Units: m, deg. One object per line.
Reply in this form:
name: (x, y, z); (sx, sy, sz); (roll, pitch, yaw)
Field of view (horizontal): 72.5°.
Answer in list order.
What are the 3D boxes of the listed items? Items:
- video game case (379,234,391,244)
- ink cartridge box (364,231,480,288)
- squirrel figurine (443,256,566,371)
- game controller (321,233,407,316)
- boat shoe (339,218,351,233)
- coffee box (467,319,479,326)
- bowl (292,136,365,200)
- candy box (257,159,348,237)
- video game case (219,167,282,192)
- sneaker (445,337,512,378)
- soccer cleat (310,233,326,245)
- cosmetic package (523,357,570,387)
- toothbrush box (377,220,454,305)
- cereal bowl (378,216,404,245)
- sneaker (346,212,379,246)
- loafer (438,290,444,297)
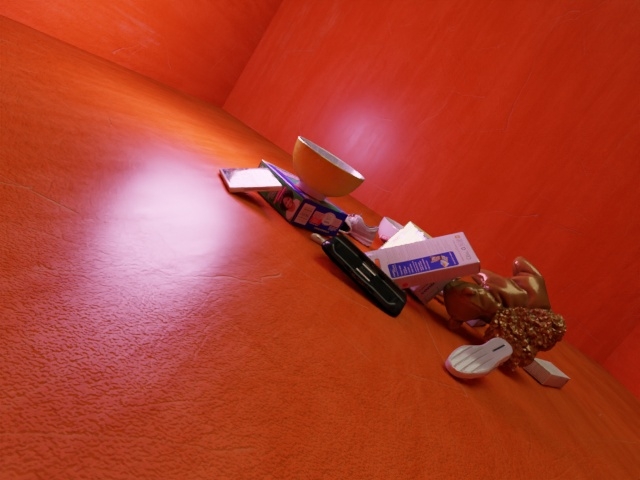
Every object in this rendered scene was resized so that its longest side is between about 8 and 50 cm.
video game case: (0.430, 0.070, 2.065); (0.285, 0.025, 0.204); (21, -20, 47)
ink cartridge box: (0.355, 0.077, 1.556); (0.175, 0.371, 0.069); (-97, 176, -52)
squirrel figurine: (0.646, 0.256, 1.574); (0.371, 0.281, 0.397); (6, 33, -25)
game controller: (0.138, 0.104, 1.362); (0.319, 0.067, 0.166); (44, 30, 9)
boat shoe: (0.036, -0.115, 1.933); (0.258, 0.095, 0.084); (28, 9, -21)
coffee box: (0.685, 0.307, 1.958); (0.141, 0.098, 0.247); (42, 15, 32)
bowl: (0.004, -0.239, 1.609); (0.290, 0.156, 0.289); (30, 15, -9)
candy box: (-0.087, -0.163, 1.730); (0.268, 0.122, 0.317); (17, 19, -49)
video game case: (-0.252, -0.217, 1.557); (0.184, 0.023, 0.201); (-4, 29, -21)
sneaker: (0.432, 0.342, 1.202); (0.258, 0.091, 0.094); (-2, 38, -35)
soccer cleat: (0.000, 0.000, 1.545); (0.083, 0.029, 0.035); (31, 7, -34)
cosmetic package: (0.905, 0.530, 1.747); (0.239, 0.060, 0.099); (23, 18, -42)
toothbrush box: (0.384, 0.084, 1.737); (0.122, 0.206, 0.283); (48, -1, -39)
cereal bowl: (0.446, 0.018, 2.371); (0.339, 0.141, 0.339); (33, 12, -8)
sneaker: (0.148, -0.090, 2.071); (0.281, 0.115, 0.105); (31, 12, -11)
loafer: (0.466, 0.160, 1.982); (0.319, 0.112, 0.111); (37, -6, 25)
